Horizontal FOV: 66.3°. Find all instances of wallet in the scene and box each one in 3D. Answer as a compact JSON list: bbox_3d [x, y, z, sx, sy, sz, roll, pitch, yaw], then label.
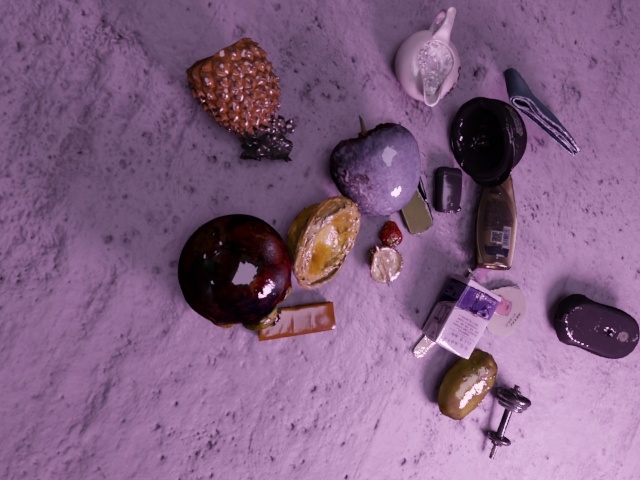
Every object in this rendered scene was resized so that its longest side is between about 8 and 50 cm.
[{"bbox_3d":[0.703,-0.416,1.568,0.290,0.054,0.251,35,36,-14],"label":"wallet"}]

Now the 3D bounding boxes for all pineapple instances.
[{"bbox_3d":[-0.182,-0.334,1.299,0.223,0.223,0.357,-37,118,-14],"label":"pineapple"}]

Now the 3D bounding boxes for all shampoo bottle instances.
[{"bbox_3d":[0.564,-0.083,1.569,0.126,0.084,0.349,6,79,7],"label":"shampoo bottle"}]

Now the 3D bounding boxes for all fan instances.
[{"bbox_3d":[0.572,0.190,1.604,0.310,0.010,0.182,43,81,-21],"label":"fan"}]

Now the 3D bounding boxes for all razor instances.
[{"bbox_3d":[0.403,-0.158,1.548,0.090,0.054,0.147,3,89,-14],"label":"razor"}]

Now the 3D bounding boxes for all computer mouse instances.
[{"bbox_3d":[0.942,0.298,1.689,0.324,0.116,0.182,21,86,-10],"label":"computer mouse"}]

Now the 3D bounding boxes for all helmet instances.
[{"bbox_3d":[0.535,-0.306,1.499,0.161,0.230,0.278,-15,75,-31],"label":"helmet"}]

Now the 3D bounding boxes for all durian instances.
[{"bbox_3d":[0.181,0.057,1.470,0.111,0.071,0.140,-32,115,-9],"label":"durian"}]

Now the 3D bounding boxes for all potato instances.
[{"bbox_3d":[0.457,0.453,1.542,0.149,0.113,0.251,41,87,-21],"label":"potato"}]

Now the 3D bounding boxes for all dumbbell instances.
[{"bbox_3d":[0.599,0.591,1.594,0.110,0.110,0.254,20,90,-17],"label":"dumbbell"}]

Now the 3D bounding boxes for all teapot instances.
[{"bbox_3d":[0.331,-0.548,1.475,0.209,0.166,0.299,12,97,-6],"label":"teapot"}]

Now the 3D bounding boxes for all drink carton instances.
[{"bbox_3d":[0.433,0.234,1.512,0.134,0.102,0.222,30,89,-19],"label":"drink carton"}]

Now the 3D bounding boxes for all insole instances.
[{"bbox_3d":[0.366,0.298,1.562,0.192,0.010,0.063,-43,102,-13],"label":"insole"}]

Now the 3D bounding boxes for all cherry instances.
[{"bbox_3d":[0.157,-0.209,1.384,0.255,0.218,0.296,-22,109,4],"label":"cherry"}]

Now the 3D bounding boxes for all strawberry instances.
[{"bbox_3d":[0.214,-0.020,1.490,0.074,0.073,0.083,9,51,-17],"label":"strawberry"}]

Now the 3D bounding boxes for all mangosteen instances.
[{"bbox_3d":[-0.208,0.083,1.245,0.312,0.311,0.310,0,90,-18],"label":"mangosteen"}]

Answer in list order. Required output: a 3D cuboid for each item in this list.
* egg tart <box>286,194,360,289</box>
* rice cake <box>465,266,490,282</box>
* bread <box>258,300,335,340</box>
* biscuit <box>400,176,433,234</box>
[{"bbox_3d":[0.000,0.000,1.354,0.288,0.118,0.288,-38,142,-37],"label":"egg tart"},{"bbox_3d":[0.521,0.102,1.596,0.207,0.036,0.047,-37,91,-14],"label":"rice cake"},{"bbox_3d":[-0.071,0.229,1.404,0.226,0.049,0.087,-5,92,-17],"label":"bread"},{"bbox_3d":[0.265,-0.175,1.513,0.099,0.038,0.322,-22,98,-13],"label":"biscuit"}]
